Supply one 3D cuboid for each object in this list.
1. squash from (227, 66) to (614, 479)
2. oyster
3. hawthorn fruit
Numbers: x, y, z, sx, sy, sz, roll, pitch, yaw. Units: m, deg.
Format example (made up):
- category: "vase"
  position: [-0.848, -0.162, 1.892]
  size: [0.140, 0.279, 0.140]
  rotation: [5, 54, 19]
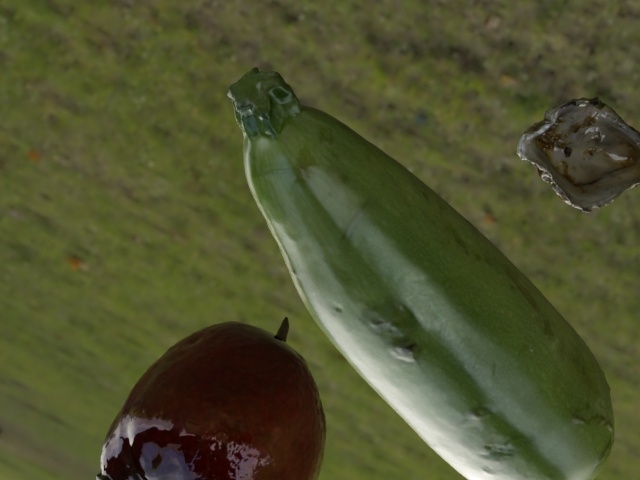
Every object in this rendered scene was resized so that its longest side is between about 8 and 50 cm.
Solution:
- category: "squash"
  position: [0.062, 0.041, 0.929]
  size: [0.118, 0.118, 0.370]
  rotation: [10, 152, 47]
- category: "oyster"
  position: [0.132, -0.043, 0.782]
  size: [0.093, 0.051, 0.034]
  rotation: [30, -173, -39]
- category: "hawthorn fruit"
  position: [-0.076, 0.165, 1.375]
  size: [0.189, 0.251, 0.189]
  rotation: [24, 141, 21]
